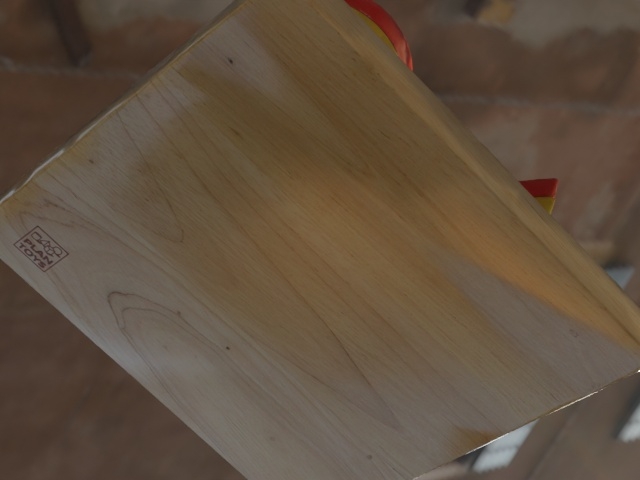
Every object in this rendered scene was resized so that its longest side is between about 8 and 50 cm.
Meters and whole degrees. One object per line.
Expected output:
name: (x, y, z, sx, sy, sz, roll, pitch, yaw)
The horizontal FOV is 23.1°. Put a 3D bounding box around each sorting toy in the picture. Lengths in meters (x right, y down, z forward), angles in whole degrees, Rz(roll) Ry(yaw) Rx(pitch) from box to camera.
sorting toy: (0.000, 0.000, 0.815, 0.257, 0.255, 0.089, 44, -140, -16)
